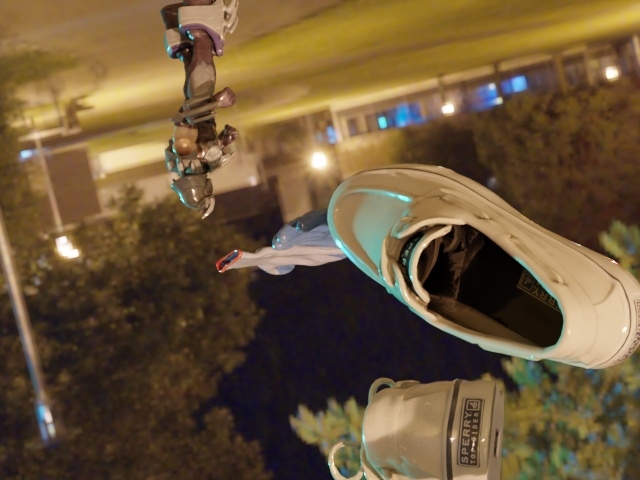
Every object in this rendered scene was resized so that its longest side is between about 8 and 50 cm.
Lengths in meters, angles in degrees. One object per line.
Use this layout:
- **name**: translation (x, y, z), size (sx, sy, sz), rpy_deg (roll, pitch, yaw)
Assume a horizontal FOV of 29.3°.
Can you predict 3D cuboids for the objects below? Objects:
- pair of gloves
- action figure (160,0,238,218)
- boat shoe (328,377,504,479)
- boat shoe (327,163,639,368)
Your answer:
- **pair of gloves**: translation (0.000, 0.000, 1.117), size (0.159, 0.023, 0.198), rpy_deg (-8, 166, -37)
- **action figure**: translation (-0.141, -0.164, 1.454), size (0.099, 0.284, 0.185), rpy_deg (1, 166, -10)
- **boat shoe**: translation (0.089, 0.196, 1.140), size (0.157, 0.135, 0.367), rpy_deg (4, 169, 11)
- **boat shoe**: translation (0.084, 0.014, 0.812), size (0.088, 0.096, 0.267), rpy_deg (3, -158, -44)
